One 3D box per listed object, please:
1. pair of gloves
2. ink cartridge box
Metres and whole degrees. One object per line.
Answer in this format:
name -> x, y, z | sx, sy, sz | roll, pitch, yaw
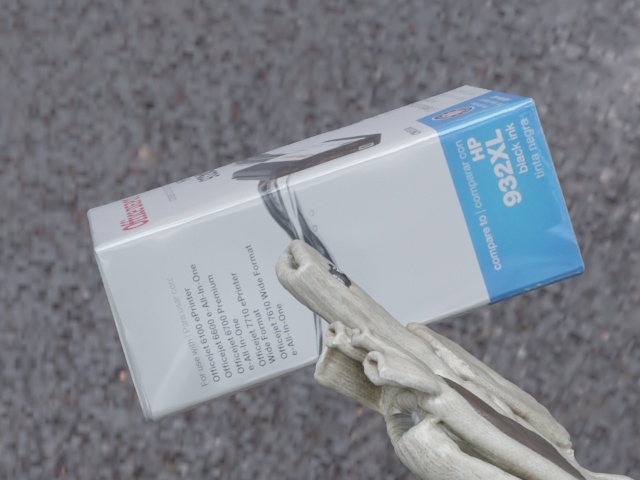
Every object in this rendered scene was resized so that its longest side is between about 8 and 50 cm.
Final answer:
pair of gloves -> 0.072, 0.086, 0.843 | 0.204, 0.240, 0.042 | 34, 93, -16
ink cartridge box -> 0.000, 0.000, 1.369 | 0.307, 0.223, 0.129 | -19, 100, -5
